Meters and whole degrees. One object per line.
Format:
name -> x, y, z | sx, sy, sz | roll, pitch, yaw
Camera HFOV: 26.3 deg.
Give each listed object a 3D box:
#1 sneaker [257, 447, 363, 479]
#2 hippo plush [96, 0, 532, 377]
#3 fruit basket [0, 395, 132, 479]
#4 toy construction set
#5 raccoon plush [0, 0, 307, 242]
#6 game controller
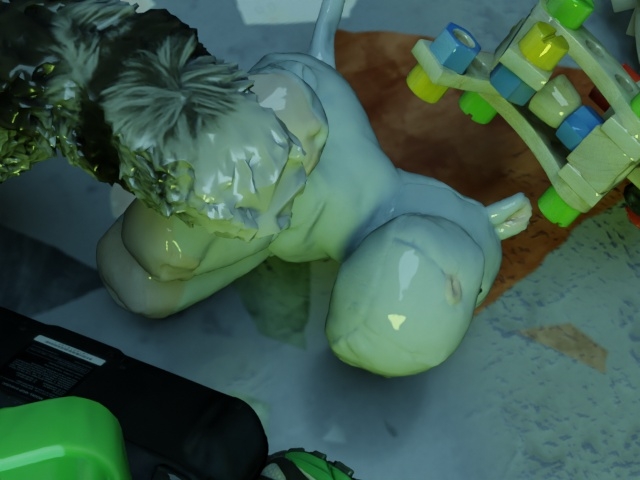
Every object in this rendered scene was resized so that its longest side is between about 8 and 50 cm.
sneaker -> 0.038, 0.287, 0.866 | 0.146, 0.134, 0.343 | -27, 68, -7
hippo plush -> 0.000, 0.000, 0.977 | 0.236, 0.234, 0.294 | 41, 26, -6
fruit basket -> -0.228, 0.245, 0.779 | 0.283, 0.392, 0.392 | -13, 69, -11
toy construction set -> 0.224, -0.121, 1.025 | 0.215, 0.151, 0.328 | 44, 46, 9
raccoon plush -> -0.227, -0.049, 0.879 | 0.446, 0.299, 0.216 | 39, 67, 18
game controller -> -0.196, 0.111, 0.903 | 0.319, 0.067, 0.166 | 20, 22, 16
